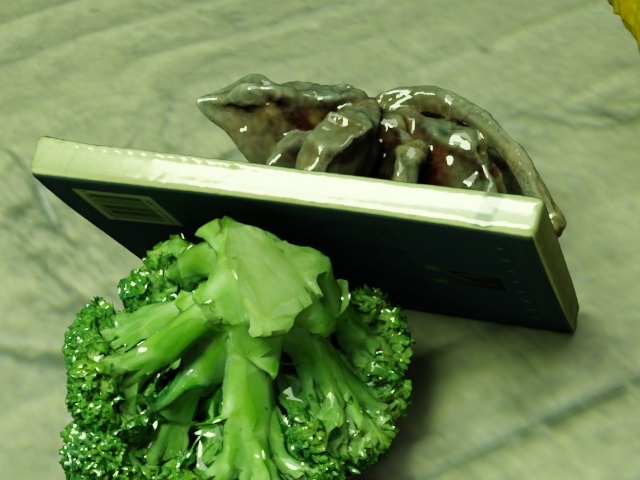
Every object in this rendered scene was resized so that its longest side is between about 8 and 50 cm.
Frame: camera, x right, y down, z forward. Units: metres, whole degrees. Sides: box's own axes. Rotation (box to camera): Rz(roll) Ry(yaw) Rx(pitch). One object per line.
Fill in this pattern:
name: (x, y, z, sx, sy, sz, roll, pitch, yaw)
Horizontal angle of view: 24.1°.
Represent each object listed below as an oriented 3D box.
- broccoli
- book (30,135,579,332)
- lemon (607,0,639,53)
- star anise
broccoli: (-0.044, 0.073, 0.769, 0.195, 0.156, 0.195, 22, 36, -17)
book: (0.000, 0.000, 0.825, 0.269, 0.191, 0.025, 7, 75, 18)
lemon: (0.300, -0.138, 0.924, 0.256, 0.188, 0.188, 12, 44, 26)
star anise: (0.047, -0.051, 0.901, 0.231, 0.089, 0.209, 11, 15, 19)
